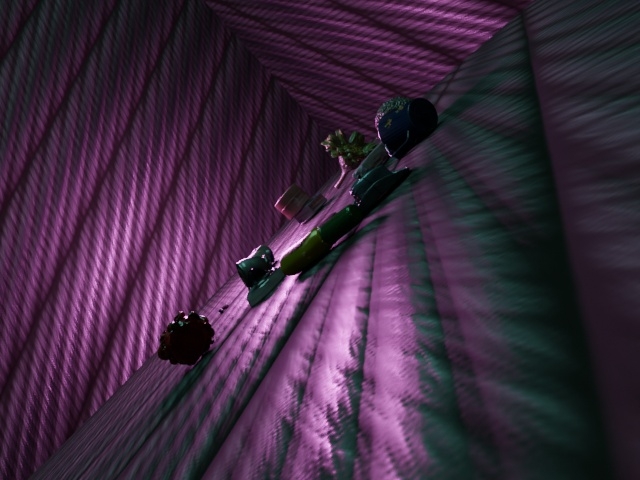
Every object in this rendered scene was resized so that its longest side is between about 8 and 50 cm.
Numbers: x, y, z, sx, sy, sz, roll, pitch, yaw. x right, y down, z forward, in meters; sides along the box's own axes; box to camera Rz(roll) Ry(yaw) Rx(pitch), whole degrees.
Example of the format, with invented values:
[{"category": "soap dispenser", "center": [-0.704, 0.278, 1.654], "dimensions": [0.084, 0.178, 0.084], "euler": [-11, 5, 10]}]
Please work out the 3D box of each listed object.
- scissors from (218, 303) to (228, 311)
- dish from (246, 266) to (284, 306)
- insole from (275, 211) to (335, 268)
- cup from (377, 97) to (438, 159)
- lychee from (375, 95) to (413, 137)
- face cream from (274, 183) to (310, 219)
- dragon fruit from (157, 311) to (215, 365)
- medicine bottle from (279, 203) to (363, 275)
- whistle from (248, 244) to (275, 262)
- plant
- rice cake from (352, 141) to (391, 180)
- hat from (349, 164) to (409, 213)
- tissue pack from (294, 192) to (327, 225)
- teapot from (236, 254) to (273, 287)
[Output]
[{"category": "scissors", "center": [-0.391, 0.273, 2.002], "dimensions": [0.039, 0.012, 0.113], "euler": [-46, 7, -24]}, {"category": "dish", "center": [-0.173, 0.112, 1.429], "dimensions": [0.141, 0.078, 0.141], "euler": [-42, 7, 6]}, {"category": "insole", "center": [-0.066, 0.015, 1.715], "dimensions": [0.328, 0.007, 0.111], "euler": [-44, 5, -4]}, {"category": "cup", "center": [0.266, -0.339, 1.537], "dimensions": [0.155, 0.131, 0.176], "euler": [-22, 51, 63]}, {"category": "lychee", "center": [0.269, -0.412, 1.740], "dimensions": [0.165, 0.165, 0.197], "euler": [-48, 3, -37]}, {"category": "face cream", "center": [-0.132, -0.184, 2.396], "dimensions": [0.149, 0.104, 0.149], "euler": [-49, 2, 2]}, {"category": "dragon fruit", "center": [-0.378, 0.277, 1.373], "dimensions": [0.208, 0.133, 0.150], "euler": [-35, 14, 34]}, {"category": "medicine bottle", "center": [0.000, 0.000, 1.162], "dimensions": [0.260, 0.064, 0.095], "euler": [-37, 9, 40]}, {"category": "whistle", "center": [-0.233, 0.074, 1.974], "dimensions": [0.110, 0.092, 0.244], "euler": [-44, 8, 10]}, {"category": "plant", "center": [0.158, -0.396, 2.430], "dimensions": [0.306, 0.296, 0.261], "euler": [3, 3, -37]}, {"category": "rice cake", "center": [0.207, -0.303, 1.837], "dimensions": [0.066, 0.063, 0.336], "euler": [-44, 5, 40]}, {"category": "hat", "center": [0.123, -0.135, 1.209], "dimensions": [0.191, 0.078, 0.138], "euler": [-44, 8, -1]}, {"category": "tissue pack", "center": [-0.046, -0.151, 2.394], "dimensions": [0.115, 0.065, 0.155], "euler": [-39, 8, 37]}, {"category": "teapot", "center": [-0.198, 0.110, 1.611], "dimensions": [0.108, 0.149, 0.111], "euler": [-30, 46, -17]}]
